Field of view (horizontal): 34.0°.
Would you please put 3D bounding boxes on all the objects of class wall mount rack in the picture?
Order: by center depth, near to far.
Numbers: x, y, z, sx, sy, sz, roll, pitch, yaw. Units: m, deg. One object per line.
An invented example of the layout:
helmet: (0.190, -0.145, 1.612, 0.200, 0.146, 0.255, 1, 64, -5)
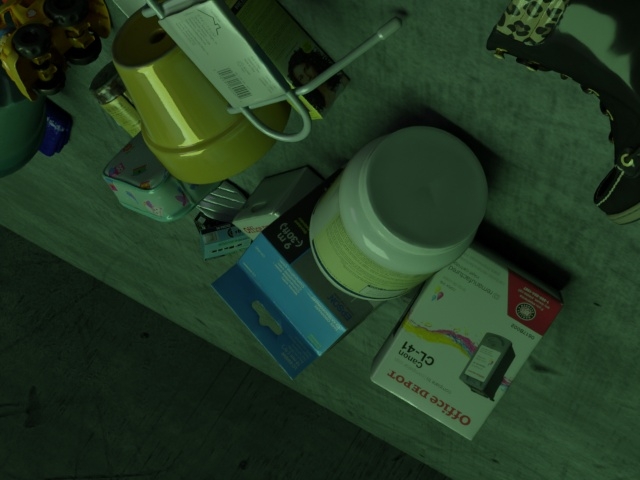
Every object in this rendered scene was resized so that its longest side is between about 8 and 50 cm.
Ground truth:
wall mount rack: (-0.077, -0.308, 1.465, 0.304, 0.130, 0.350, -9, 133, 42)

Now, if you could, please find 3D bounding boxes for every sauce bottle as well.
sauce bottle: (-0.332, -0.228, 2.185, 0.111, 0.111, 0.344, 9, 147, 50)

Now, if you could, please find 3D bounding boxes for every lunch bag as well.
lunch bag: (-0.267, -0.167, 1.994, 0.224, 0.279, 0.108, 16, 145, 46)

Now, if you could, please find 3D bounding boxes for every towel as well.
towel: (-0.782, -0.342, 2.667, 0.308, 0.076, 0.227, 36, 161, -6)

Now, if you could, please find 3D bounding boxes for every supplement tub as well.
supplement tub: (0.125, -0.041, 1.737, 0.235, 0.235, 0.325, 35, 160, -3)

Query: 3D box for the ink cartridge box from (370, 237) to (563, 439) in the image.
ink cartridge box: (0.262, 0.169, 1.892, 0.226, 0.306, 0.131, 31, -169, 2)

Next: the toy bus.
toy bus: (-0.539, -0.403, 1.959, 0.211, 0.220, 0.149, 34, 158, 16)

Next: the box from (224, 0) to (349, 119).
box: (-0.062, -0.298, 1.650, 0.232, 0.087, 0.058, 42, 161, -26)

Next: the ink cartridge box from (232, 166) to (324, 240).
ink cartridge box: (0.000, 0.000, 2.179, 0.307, 0.129, 0.223, 40, 159, -19)

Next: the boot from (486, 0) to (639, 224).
boot: (0.332, -0.186, 1.223, 0.284, 0.138, 0.377, 31, 156, 5)

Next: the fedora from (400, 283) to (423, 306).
fedora: (0.260, 0.110, 2.044, 0.275, 0.124, 0.244, 11, 151, 46)

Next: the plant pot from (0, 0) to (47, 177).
plant pot: (-0.735, -0.341, 2.271, 0.341, 0.341, 0.334, 37, 152, -11)

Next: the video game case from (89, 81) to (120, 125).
video game case: (-0.424, -0.286, 2.328, 0.157, 0.019, 0.143, 21, 157, 31)

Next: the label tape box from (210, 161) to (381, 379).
label tape box: (0.003, 0.054, 1.920, 0.241, 0.333, 0.106, 48, 162, 6)

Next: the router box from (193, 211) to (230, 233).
router box: (-0.252, -0.049, 2.509, 0.038, 0.092, 0.122, 27, 160, 18)

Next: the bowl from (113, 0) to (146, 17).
bowl: (-0.299, -0.422, 1.771, 0.142, 0.053, 0.142, 10, 149, 47)

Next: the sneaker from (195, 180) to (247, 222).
sneaker: (-0.273, -0.117, 2.420, 0.258, 0.094, 0.091, 26, -172, 10)

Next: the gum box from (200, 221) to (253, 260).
gum box: (-0.199, -0.006, 2.425, 0.184, 0.156, 0.041, 121, 134, -77)

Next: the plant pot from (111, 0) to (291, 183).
plant pot: (-0.210, -0.259, 1.709, 0.254, 0.254, 0.239, 17, 156, 39)
